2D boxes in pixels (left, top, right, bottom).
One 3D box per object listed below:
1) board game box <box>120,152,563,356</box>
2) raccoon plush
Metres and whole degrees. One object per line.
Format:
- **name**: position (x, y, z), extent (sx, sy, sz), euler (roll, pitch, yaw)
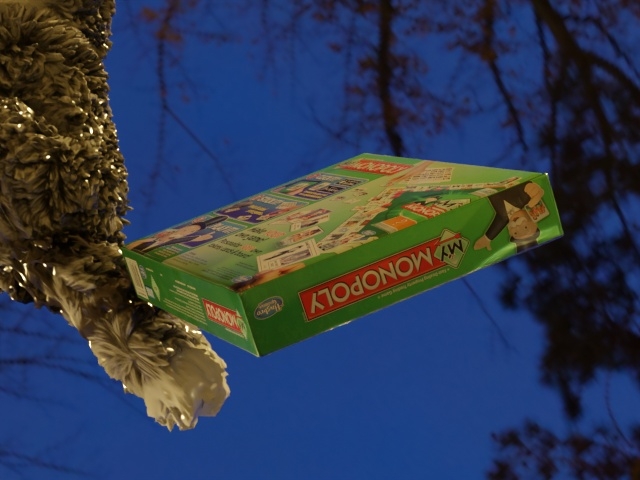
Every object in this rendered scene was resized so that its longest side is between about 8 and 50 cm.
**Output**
- **board game box**: position (0.000, 0.000, 1.165), extent (0.213, 0.046, 0.317), euler (-20, -169, -16)
- **raccoon plush**: position (-0.195, -0.067, 1.459), extent (0.216, 0.446, 0.299), euler (-33, -173, 48)
